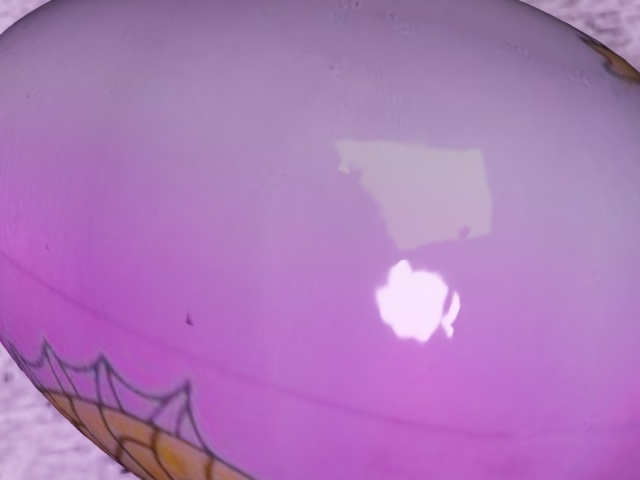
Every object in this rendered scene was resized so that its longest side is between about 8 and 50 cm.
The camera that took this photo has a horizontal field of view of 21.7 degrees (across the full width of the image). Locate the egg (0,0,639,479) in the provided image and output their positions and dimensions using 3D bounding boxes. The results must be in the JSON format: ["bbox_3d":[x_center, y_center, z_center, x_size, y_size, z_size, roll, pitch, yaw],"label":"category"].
[{"bbox_3d":[0.000,0.000,0.545,0.271,0.196,0.196,28,58,36],"label":"egg"}]
